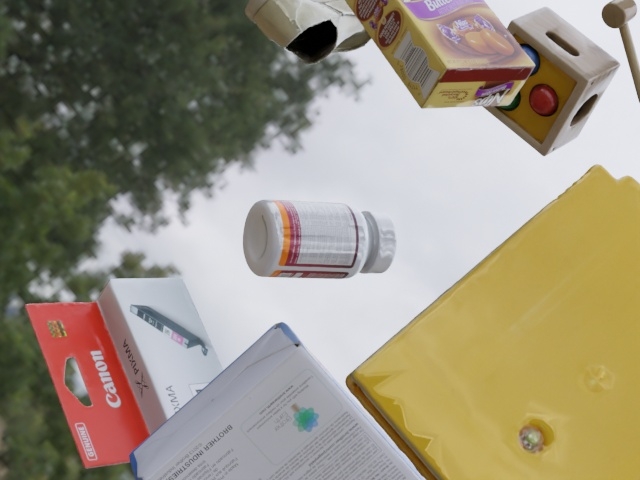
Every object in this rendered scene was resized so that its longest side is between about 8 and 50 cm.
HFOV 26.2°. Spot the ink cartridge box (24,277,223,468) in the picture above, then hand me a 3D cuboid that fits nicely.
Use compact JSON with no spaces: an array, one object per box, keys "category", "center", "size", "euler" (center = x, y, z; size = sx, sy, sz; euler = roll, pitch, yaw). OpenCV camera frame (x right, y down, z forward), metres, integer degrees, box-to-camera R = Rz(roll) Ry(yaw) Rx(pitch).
[{"category":"ink cartridge box","center":[-0.255,0.175,1.912],"size":[0.060,0.239,0.275],"euler":[-51,-126,36]}]

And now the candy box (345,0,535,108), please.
[{"category":"candy box","center":[0.092,-0.199,1.213],"size":[0.187,0.109,0.053],"euler":[57,-45,29]}]

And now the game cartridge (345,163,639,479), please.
[{"category":"game cartridge","center":[0.231,0.126,1.194],"size":[0.285,0.323,0.053],"euler":[49,-18,8]}]

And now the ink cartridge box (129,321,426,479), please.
[{"category":"ink cartridge box","center":[-0.012,0.341,1.748],"size":[0.395,0.270,0.151],"euler":[49,-1,-13]}]

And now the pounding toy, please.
[{"category":"pounding toy","center":[0.310,-0.209,1.692],"size":[0.181,0.094,0.206],"euler":[42,-47,19]}]

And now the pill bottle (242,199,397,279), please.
[{"category":"pill bottle","center":[0.000,0.000,2.158],"size":[0.121,0.221,0.121],"euler":[-8,-99,61]}]

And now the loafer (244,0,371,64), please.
[{"category":"loafer","center":[-0.005,-0.298,1.968],"size":[0.268,0.102,0.092],"euler":[-2,60,-54]}]
